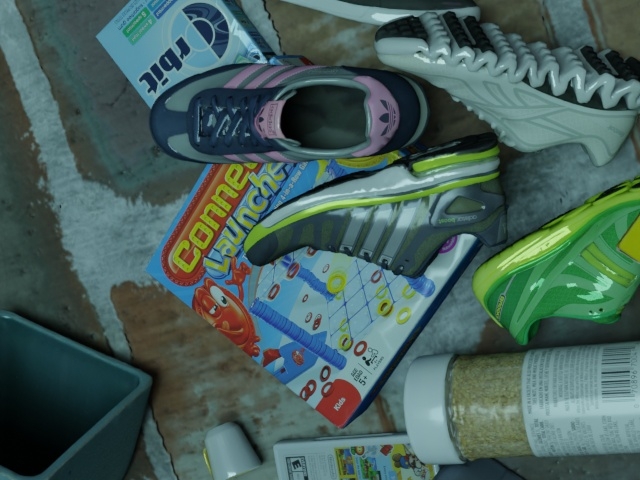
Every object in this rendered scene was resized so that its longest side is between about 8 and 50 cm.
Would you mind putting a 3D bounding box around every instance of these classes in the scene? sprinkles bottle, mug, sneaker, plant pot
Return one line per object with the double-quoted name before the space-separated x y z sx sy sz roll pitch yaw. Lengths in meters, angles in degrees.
"sprinkles bottle" 0.270 0.168 1.274 0.355 0.121 0.121 -7 96 23
"mug" -0.118 0.260 1.481 0.078 0.062 0.064 -26 80 17
"sneaker" 0.190 -0.150 1.226 0.292 0.110 0.118 13 120 -8
"sneaker" -0.055 -0.133 1.258 0.318 0.131 0.112 -3 97 22
"sneaker" 0.041 -0.317 1.297 0.295 0.104 0.147 19 110 23
"plant pot" -0.385 0.280 1.500 0.247 0.248 0.252 22 122 17
"sneaker" 0.055 -0.012 1.249 0.299 0.111 0.121 -17 96 25
"sneaker" 0.300 0.016 1.254 0.295 0.109 0.124 -31 88 32

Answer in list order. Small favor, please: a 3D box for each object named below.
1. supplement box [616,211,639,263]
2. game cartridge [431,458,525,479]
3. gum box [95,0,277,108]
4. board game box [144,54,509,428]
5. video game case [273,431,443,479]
"supplement box" 0.432 -0.078 1.021 0.194 0.356 0.195 36 131 13
"game cartridge" 0.235 0.342 1.275 0.294 0.196 0.060 33 116 14
"gum box" -0.154 -0.221 1.427 0.157 0.041 0.184 -40 84 22
"board game box" 0.000 0.000 1.376 0.302 0.086 0.308 37 110 13
"video game case" 0.058 0.343 1.440 0.206 0.026 0.227 -8 95 23
